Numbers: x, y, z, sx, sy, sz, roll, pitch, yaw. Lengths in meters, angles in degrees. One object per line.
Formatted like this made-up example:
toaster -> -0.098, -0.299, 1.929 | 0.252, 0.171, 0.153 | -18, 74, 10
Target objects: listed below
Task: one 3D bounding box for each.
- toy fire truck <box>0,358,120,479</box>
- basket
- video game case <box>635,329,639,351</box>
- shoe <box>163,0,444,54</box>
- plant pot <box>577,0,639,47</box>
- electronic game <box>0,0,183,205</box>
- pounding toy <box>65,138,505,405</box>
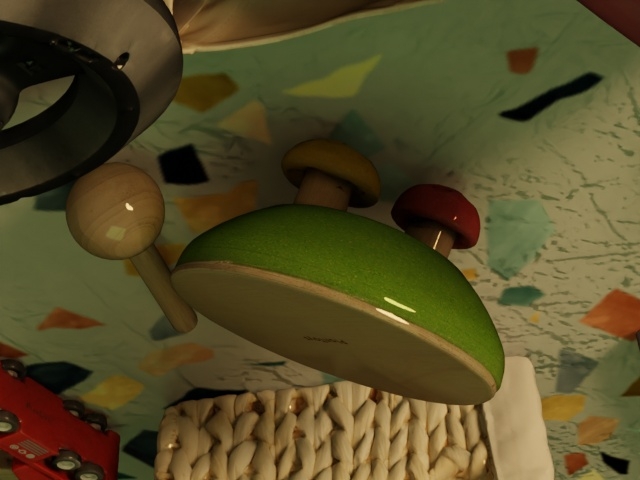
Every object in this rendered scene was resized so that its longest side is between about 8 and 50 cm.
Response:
toy fire truck -> -0.216, 0.154, 0.943 | 0.135, 0.047, 0.192 | -22, 139, 23
basket -> 0.035, 0.296, 0.868 | 0.266, 0.328, 0.331 | -4, 120, 4
video game case -> 0.372, 0.083, 0.937 | 0.274, 0.026, 0.196 | -15, 142, 15
shoe -> -0.042, -0.121, 0.586 | 0.219, 0.058, 0.076 | -6, 144, 1
plant pot -> 0.175, -0.133, 0.502 | 0.180, 0.201, 0.201 | 21, 138, -9
electronic game -> -0.171, -0.065, 0.562 | 0.229, 0.048, 0.229 | -9, 161, -3
pounding toy -> 0.000, 0.000, 0.742 | 0.237, 0.110, 0.183 | 13, 163, 25
